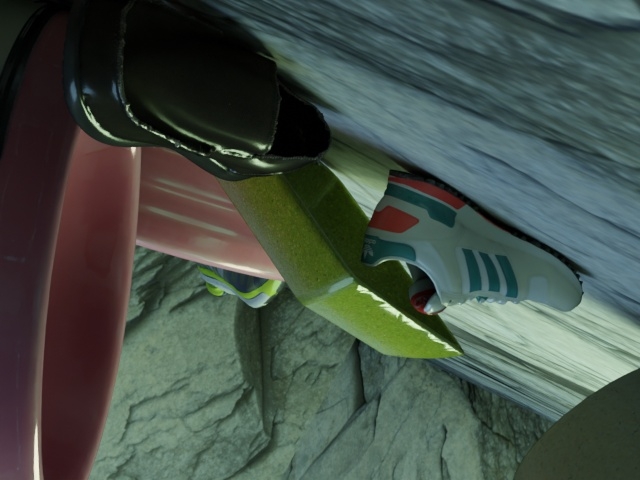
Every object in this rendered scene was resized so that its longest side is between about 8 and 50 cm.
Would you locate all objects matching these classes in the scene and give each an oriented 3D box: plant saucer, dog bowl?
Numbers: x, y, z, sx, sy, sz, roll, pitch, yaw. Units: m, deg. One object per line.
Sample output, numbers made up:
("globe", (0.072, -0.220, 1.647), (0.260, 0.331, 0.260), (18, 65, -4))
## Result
("plant saucer", (0.000, 0.000, 1.069), (0.188, 0.045, 0.188), (56, -169, 31))
("plant saucer", (-0.160, -0.052, 1.397), (0.332, 0.084, 0.332), (17, -177, -1))
("dog bowl", (-0.222, 0.019, 1.053), (0.150, 0.407, 0.408), (7, 175, 1))

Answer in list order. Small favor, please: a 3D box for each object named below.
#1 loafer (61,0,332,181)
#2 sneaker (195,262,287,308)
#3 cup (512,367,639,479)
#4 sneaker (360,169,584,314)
("loafer", (-0.059, -0.084, 0.851), (0.078, 0.080, 0.220), (0, 173, 26))
("sneaker", (-0.088, -0.006, 1.678), (0.121, 0.111, 0.300), (50, 160, -15))
("cup", (0.263, 0.224, 1.087), (0.237, 0.331, 0.331), (54, -170, 31))
("sneaker", (0.093, 0.020, 1.009), (0.161, 0.075, 0.057), (30, 175, -26))
